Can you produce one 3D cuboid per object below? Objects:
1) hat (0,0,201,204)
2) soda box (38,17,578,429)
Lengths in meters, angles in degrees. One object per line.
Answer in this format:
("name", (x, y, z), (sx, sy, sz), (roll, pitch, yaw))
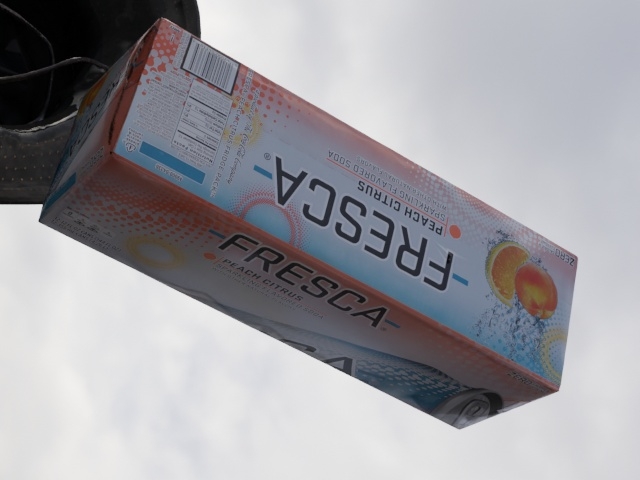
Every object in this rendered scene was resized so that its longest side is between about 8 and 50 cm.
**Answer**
("hat", (-0.239, -0.116, 0.962), (0.331, 0.331, 0.134), (66, -33, 31))
("soda box", (0.000, 0.000, 0.495), (0.063, 0.183, 0.058), (-33, -145, 52))
